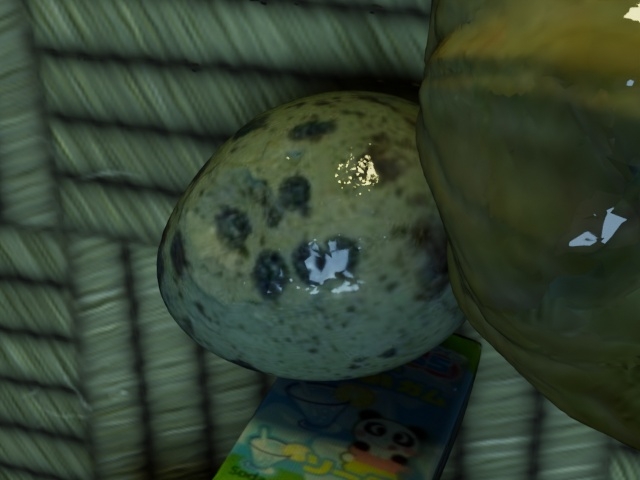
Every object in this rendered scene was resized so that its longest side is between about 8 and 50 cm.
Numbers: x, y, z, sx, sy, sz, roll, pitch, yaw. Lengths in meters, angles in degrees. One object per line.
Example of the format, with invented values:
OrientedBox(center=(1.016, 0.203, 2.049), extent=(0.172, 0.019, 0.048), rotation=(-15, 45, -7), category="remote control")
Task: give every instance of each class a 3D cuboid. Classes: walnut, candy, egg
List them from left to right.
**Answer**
OrientedBox(center=(0.000, 0.000, 0.655), extent=(0.182, 0.141, 0.141), rotation=(-18, 114, 29), category="egg")
OrientedBox(center=(0.014, 0.109, 0.686), extent=(0.097, 0.194, 0.062), rotation=(17, 119, 11), category="candy")
OrientedBox(center=(0.171, -0.050, 0.478), extent=(0.277, 0.282, 0.253), rotation=(13, 169, 25), category="walnut")
